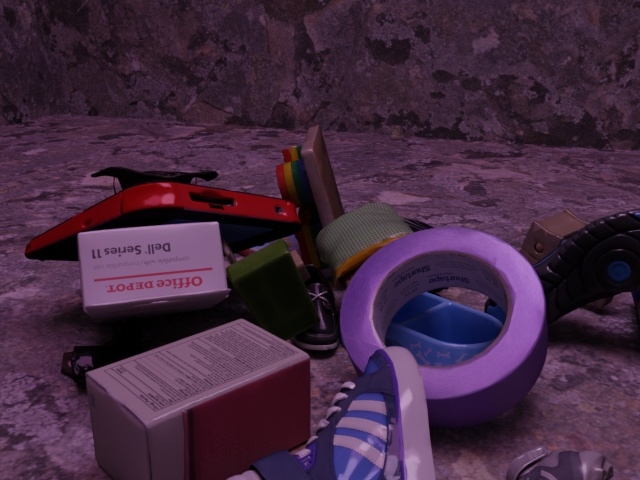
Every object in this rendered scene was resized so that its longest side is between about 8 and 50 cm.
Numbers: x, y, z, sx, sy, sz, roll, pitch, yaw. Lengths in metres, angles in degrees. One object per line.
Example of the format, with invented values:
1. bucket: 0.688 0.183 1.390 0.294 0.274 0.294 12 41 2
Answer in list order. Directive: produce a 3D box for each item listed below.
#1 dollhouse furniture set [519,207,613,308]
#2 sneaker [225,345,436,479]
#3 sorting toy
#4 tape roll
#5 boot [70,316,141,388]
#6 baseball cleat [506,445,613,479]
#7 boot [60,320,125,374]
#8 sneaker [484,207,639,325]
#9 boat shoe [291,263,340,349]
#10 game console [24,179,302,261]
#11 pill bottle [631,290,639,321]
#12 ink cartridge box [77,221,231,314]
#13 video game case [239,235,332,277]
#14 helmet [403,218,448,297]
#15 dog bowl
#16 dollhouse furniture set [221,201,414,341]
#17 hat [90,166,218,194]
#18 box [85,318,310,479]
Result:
1. dollhouse furniture set: 0.482 0.051 1.377 0.129 0.129 0.183 -17 45 -41
2. sneaker: -0.008 0.230 0.768 0.236 0.130 0.323 -1 33 0
3. sorting toy: -0.016 -0.079 1.471 0.089 0.255 0.257 -14 18 8
4. tape roll: 0.169 0.114 1.006 0.275 0.090 0.275 -10 49 11
5. boot: -0.317 0.164 1.089 0.099 0.045 0.121 -3 44 -12
6. baseball cleat: 0.237 0.285 0.779 0.109 0.072 0.206 -2 9 40
7. boot: -0.354 0.168 1.142 0.114 0.037 0.106 -15 25 -26
8. sneaker: 0.426 0.043 1.187 0.341 0.125 0.139 -29 -5 24
9. boat shoe: -0.013 0.113 1.237 0.084 0.079 0.233 0 21 -5
10. game console: -0.259 -0.009 1.283 0.342 0.060 0.386 -22 -17 34
11. pill bottle: 0.585 0.095 1.174 0.152 0.152 0.272 6 20 16
12. ink cartridge box: -0.260 0.051 1.129 0.207 0.119 0.353 -5 -8 -16
13. video game case: -0.040 0.018 1.591 0.204 0.025 0.285 -18 26 -41
14. helmet: 0.156 0.038 1.320 0.161 0.169 0.169 20 27 33
15. dog bowl: 0.162 0.145 1.149 0.166 0.074 0.297 -17 26 -41
16. dollhouse furniture set: 0.000 0.000 1.187 0.301 0.151 0.197 -28 34 -3
17. hat: -0.407 -0.106 1.789 0.331 0.134 0.331 2 2 0
18. box: -0.143 0.205 0.893 0.232 0.127 0.148 -16 25 -39
